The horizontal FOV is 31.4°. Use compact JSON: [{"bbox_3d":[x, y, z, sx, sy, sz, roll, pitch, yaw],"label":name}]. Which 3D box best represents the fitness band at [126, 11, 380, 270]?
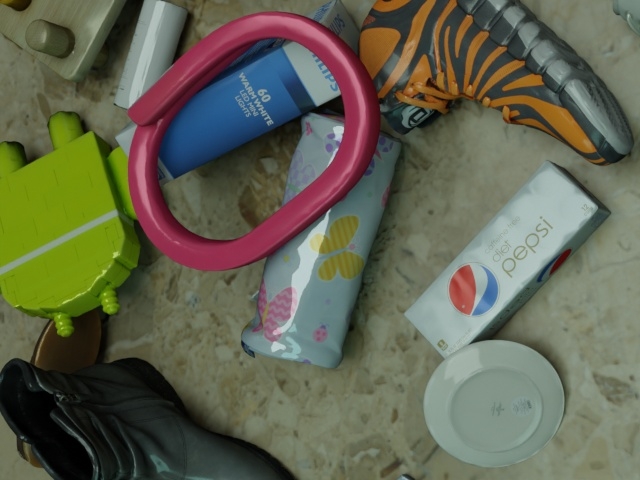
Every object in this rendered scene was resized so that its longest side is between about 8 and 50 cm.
[{"bbox_3d":[-0.075,-0.097,1.139,0.291,0.054,0.209,-38,85,22],"label":"fitness band"}]

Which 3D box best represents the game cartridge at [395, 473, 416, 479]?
[{"bbox_3d":[0.100,0.292,1.202,0.056,0.017,0.083,-45,71,20],"label":"game cartridge"}]

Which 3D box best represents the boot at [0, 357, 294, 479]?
[{"bbox_3d":[-0.186,0.247,1.223,0.338,0.223,0.118,31,100,23],"label":"boot"}]

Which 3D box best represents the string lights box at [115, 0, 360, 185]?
[{"bbox_3d":[-0.083,-0.160,1.238,0.259,0.133,0.077,-24,108,22],"label":"string lights box"}]

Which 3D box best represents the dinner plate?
[{"bbox_3d":[0.174,0.167,1.135,0.141,0.017,0.141,0,109,0],"label":"dinner plate"}]

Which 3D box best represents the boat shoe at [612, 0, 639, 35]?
[{"bbox_3d":[0.321,-0.238,1.084,0.088,0.096,0.267,-35,72,24],"label":"boat shoe"}]

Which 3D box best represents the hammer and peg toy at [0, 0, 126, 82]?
[{"bbox_3d":[-0.290,-0.399,1.359,0.266,0.127,0.361,37,102,22],"label":"hammer and peg toy"}]

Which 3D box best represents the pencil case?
[{"bbox_3d":[0.000,0.000,1.212,0.124,0.113,0.273,-150,75,-68],"label":"pencil case"}]

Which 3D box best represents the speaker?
[{"bbox_3d":[-0.201,-0.218,1.348,0.055,0.055,0.136,19,95,25],"label":"speaker"}]

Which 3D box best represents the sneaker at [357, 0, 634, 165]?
[{"bbox_3d":[0.161,-0.152,1.152,0.180,0.124,0.321,-48,59,20],"label":"sneaker"}]

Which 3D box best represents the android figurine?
[{"bbox_3d":[-0.309,-0.018,1.355,0.248,0.056,0.273,-28,64,8],"label":"android figurine"}]

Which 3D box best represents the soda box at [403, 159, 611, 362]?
[{"bbox_3d":[0.187,0.024,1.146,0.074,0.069,0.216,47,105,20],"label":"soda box"}]

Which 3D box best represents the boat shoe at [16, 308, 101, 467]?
[{"bbox_3d":[-0.324,0.168,1.378,0.073,0.073,0.207,17,88,65],"label":"boat shoe"}]
